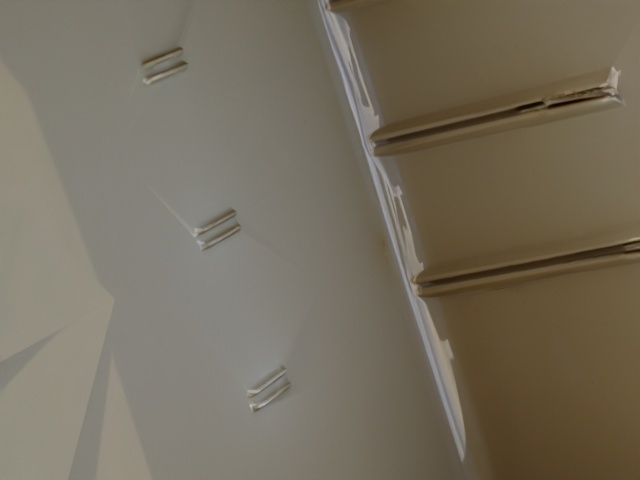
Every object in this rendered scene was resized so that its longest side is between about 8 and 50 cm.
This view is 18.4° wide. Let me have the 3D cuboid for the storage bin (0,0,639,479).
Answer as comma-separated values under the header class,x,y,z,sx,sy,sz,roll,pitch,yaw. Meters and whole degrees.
class,x,y,z,sx,sy,sz,roll,pitch,yaw
storage bin,0.000,0.000,0.393,0.123,0.260,0.262,-11,101,32
